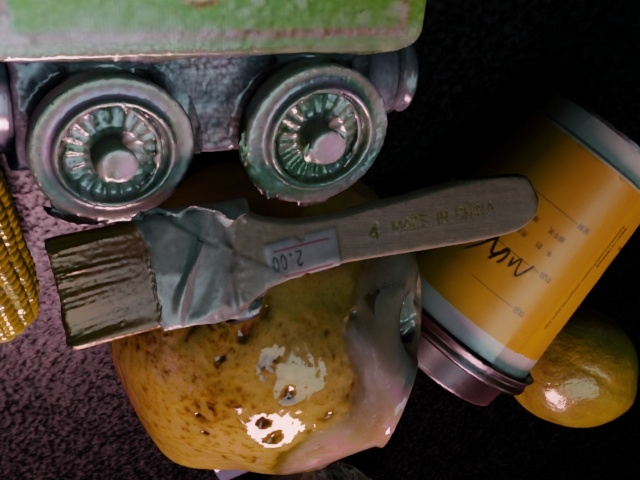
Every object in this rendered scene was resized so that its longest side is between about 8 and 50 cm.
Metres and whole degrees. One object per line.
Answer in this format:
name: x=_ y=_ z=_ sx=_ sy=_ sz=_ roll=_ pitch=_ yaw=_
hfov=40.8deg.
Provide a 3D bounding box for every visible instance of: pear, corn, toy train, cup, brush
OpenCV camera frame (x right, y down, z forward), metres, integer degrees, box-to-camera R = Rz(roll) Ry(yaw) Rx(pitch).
pear: x=0.298 y=0.148 z=1.035 sx=0.162 sy=0.149 sz=0.149 roll=26 pitch=118 yaw=-21
pear: x=-0.046 y=0.067 z=0.703 sx=0.271 sy=0.271 sz=0.271 roll=-14 pitch=136 yaw=-14
corn: x=-0.267 y=-0.020 z=0.632 sx=0.081 sy=0.081 sz=0.248 roll=-15 pitch=136 yaw=-13
toy train: x=-0.082 y=-0.152 z=0.541 sx=0.307 sy=0.173 sz=0.248 roll=-6 pitch=125 yaw=-21
cup: x=0.183 y=0.006 z=0.817 sx=0.196 sy=0.196 sz=0.279 roll=26 pitch=107 yaw=-41
brush: x=0.000 y=0.000 z=0.560 sx=0.337 sy=0.020 sz=0.085 roll=-13 pitch=103 yaw=-19

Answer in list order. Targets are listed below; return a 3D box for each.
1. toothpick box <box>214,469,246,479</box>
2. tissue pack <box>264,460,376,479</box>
toothpick box: x=-0.053 y=0.180 z=0.916 sx=0.153 sy=0.101 sz=0.101 roll=-24 pitch=137 yaw=-4
tissue pack: x=-0.039 y=0.380 z=1.126 sx=0.222 sy=0.090 sz=0.186 roll=-40 pitch=134 yaw=13
